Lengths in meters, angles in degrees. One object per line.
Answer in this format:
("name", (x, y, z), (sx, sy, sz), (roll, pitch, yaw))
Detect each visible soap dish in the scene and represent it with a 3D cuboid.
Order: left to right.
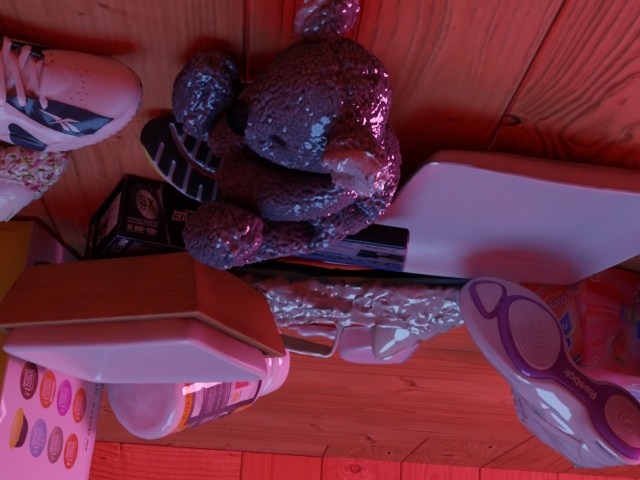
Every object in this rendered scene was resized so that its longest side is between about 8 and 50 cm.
("soap dish", (-0.217, 0.099, 1.295), (0.291, 0.118, 0.229), (-5, 159, 23))

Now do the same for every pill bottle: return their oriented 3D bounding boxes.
("pill bottle", (-0.186, 0.206, 1.664), (0.162, 0.162, 0.278), (-13, 177, 39))

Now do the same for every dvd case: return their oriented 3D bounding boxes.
("dvd case", (0.000, 0.000, 1.090), (0.180, 0.022, 0.253), (8, 174, 5))

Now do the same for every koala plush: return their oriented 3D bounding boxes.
("koala plush", (-0.006, -0.097, 0.864), (0.203, 0.196, 0.221), (-3, 162, -16))

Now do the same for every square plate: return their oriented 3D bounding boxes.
("square plate", (0.213, -0.023, 1.187), (0.344, 0.049, 0.347), (6, 161, -16))

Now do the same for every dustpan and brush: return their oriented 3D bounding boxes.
("dustpan and brush", (0.050, 0.169, 1.794), (0.211, 0.060, 0.147), (-1, 160, -8))

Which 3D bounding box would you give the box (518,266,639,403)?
("box", (0.438, 0.143, 1.484), (0.300, 0.154, 0.142), (13, 158, -27))

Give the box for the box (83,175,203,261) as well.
("box", (-0.197, -0.002, 1.299), (0.147, 0.077, 0.180), (12, 159, -22))

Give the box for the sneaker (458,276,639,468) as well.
("sneaker", (0.269, 0.180, 1.331), (0.305, 0.114, 0.152), (47, 146, -1))

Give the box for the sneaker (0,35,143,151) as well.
("sneaker", (-0.279, -0.144, 0.886), (0.235, 0.094, 0.153), (11, 170, 9))

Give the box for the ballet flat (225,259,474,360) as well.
("ballet flat", (0.043, 0.094, 1.435), (0.409, 0.147, 0.147), (3, 161, 9))

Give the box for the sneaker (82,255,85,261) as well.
("sneaker", (-0.208, 0.098, 1.539), (0.299, 0.112, 0.121), (12, 159, -24))

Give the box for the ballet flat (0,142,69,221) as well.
("ballet flat", (-0.378, -0.053, 1.191), (0.241, 0.077, 0.091), (-10, 156, 33))

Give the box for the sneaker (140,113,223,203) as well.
("sneaker", (-0.099, -0.068, 1.104), (0.209, 0.081, 0.094), (26, 173, -25))

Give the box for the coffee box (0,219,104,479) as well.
("coffee box", (-0.519, 0.178, 1.481), (0.338, 0.337, 0.334), (2, 160, 10))
